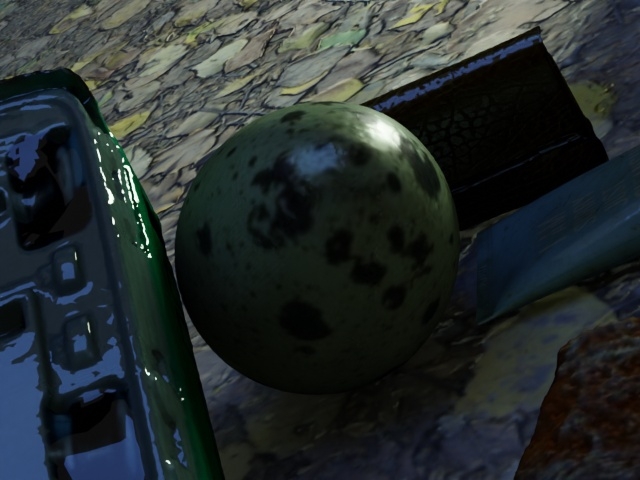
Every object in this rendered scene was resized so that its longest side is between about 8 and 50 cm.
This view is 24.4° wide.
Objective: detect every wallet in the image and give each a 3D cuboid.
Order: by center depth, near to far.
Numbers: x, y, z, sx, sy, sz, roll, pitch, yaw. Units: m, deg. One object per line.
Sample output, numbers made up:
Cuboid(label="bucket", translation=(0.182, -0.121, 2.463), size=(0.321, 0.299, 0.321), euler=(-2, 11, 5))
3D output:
Cuboid(label="wallet", translation=(0.065, -0.047, 1.018), size=(0.243, 0.133, 0.039), euler=(-21, 40, 17))

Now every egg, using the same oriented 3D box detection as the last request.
Cuboid(label="egg", translation=(0.000, 0.000, 0.908), size=(0.177, 0.177, 0.228), euler=(-41, -12, -23))

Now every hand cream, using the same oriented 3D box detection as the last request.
Cuboid(label="hand cream", translation=(0.229, -0.045, 0.915), size=(0.312, 0.070, 0.111), euler=(-25, 27, 19))

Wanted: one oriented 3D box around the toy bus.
Cuboid(label="toy bus", translation=(-0.150, 0.095, 0.801), size=(0.183, 0.199, 0.343), euler=(-21, 48, 3))

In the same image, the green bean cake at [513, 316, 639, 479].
Cuboid(label="green bean cake", translation=(0.214, 0.080, 0.656), size=(0.232, 0.097, 0.198), euler=(-13, 31, 33))
